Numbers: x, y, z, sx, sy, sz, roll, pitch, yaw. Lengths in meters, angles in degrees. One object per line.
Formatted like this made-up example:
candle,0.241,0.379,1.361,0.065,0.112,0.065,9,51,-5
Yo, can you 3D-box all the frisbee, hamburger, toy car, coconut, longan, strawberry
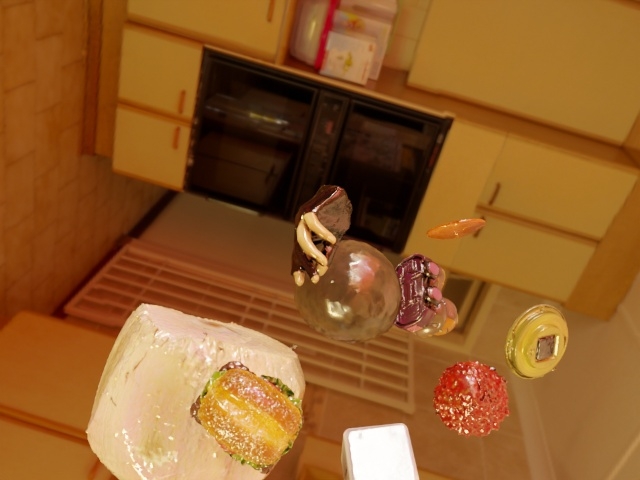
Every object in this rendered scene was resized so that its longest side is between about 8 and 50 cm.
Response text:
frisbee,0.441,-0.028,1.923,0.192,0.192,0.035,104,-22,-77
hamburger,-0.108,0.266,0.911,0.137,0.166,0.087,-52,180,-17
toy car,0.441,0.240,2.474,0.271,0.240,0.340,-32,-134,46
coconut,-0.246,0.335,1.143,0.404,0.405,0.404,16,90,-89
longan,0.099,0.187,2.118,0.391,0.391,0.391,16,90,-89
strawberry,0.438,0.438,1.690,0.178,0.234,0.234,64,39,-63

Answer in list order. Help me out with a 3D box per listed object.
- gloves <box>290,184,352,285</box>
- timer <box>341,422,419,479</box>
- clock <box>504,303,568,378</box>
gloves,-0.004,-0.005,1.678,0.197,0.152,0.301,60,37,-51
timer,0.169,0.673,1.737,0.195,0.192,0.194,91,-7,-47
clock,0.644,0.303,1.725,0.057,0.237,0.237,29,-76,62
